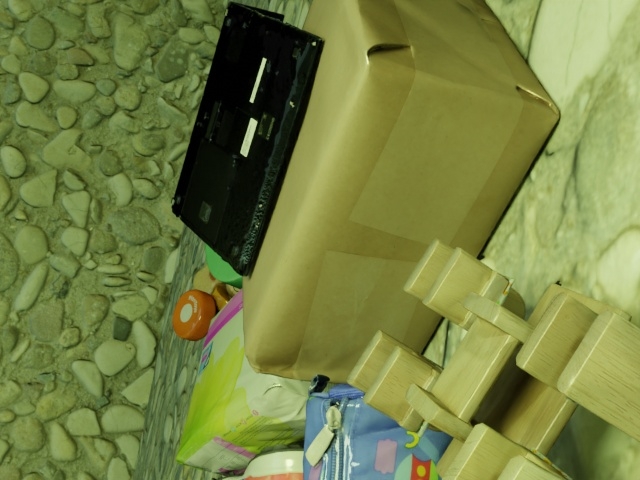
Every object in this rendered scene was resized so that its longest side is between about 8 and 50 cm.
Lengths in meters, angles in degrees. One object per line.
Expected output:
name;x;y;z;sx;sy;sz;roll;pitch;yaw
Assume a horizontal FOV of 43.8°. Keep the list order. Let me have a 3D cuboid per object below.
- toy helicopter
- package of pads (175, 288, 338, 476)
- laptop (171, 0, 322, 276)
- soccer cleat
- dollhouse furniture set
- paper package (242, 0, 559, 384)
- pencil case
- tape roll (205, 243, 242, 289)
toy helicopter;-0.138;0.004;1.365;0.235;0.140;0.355;-37;48;31
package of pads;-0.070;0.154;0.990;0.296;0.101;0.229;-45;27;46
laptop;-0.060;-0.118;0.850;0.264;0.137;0.234;36;114;47
soccer cleat;-0.069;0.331;0.942;0.318;0.109;0.116;131;143;-54
dollhouse furniture set;0.111;0.147;0.467;0.242;0.161;0.212;-58;17;0
paper package;0.043;-0.078;0.780;0.309;0.168;0.324;-99;26;-53
pencil case;0.034;0.253;0.600;0.119;0.133;0.306;-12;62;40
tape roll;-0.055;-0.079;1.142;0.321;0.077;0.321;-40;37;40
